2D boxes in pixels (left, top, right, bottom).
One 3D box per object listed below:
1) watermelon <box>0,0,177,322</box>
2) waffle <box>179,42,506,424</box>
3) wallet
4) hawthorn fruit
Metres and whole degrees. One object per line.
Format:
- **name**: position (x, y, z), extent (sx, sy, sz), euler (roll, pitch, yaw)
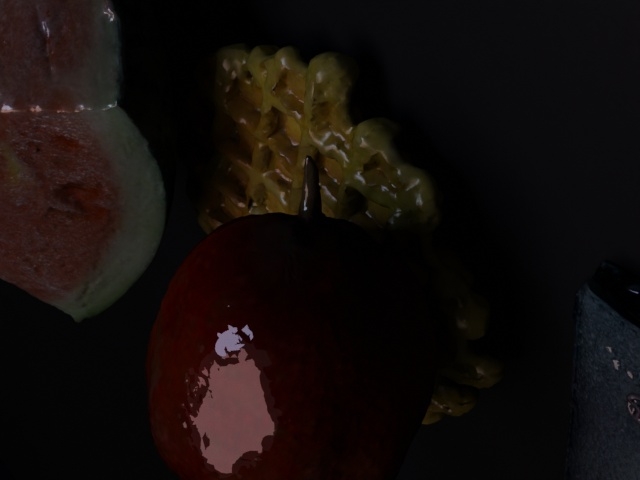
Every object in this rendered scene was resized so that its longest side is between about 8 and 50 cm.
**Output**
- **watermelon**: position (-0.215, -0.067, 0.942), extent (0.250, 0.293, 0.283), euler (56, 162, 0)
- **waffle**: position (0.003, -0.002, 0.936), extent (0.307, 0.060, 0.311), euler (-13, 105, 61)
- **wallet**: position (0.227, 0.198, 0.805), extent (0.191, 0.046, 0.379), euler (31, 142, 37)
- **hawthorn fruit**: position (-0.013, 0.064, 0.812), extent (0.189, 0.190, 0.251), euler (36, 124, 33)
